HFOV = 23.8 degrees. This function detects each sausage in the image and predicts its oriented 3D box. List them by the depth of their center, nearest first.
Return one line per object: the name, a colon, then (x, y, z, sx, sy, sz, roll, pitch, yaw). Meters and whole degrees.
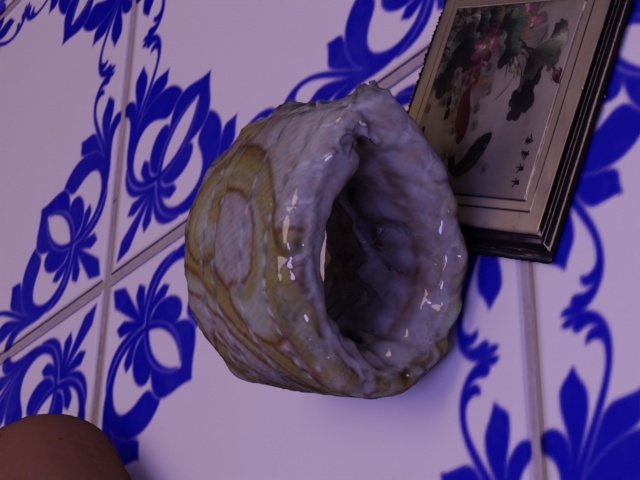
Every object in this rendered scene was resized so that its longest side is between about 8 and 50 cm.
sausage: (-0.178, 0.221, 1.092, 0.123, 0.123, 0.253, -60, 33, 12)

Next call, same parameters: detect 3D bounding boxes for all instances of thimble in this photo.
thimble: (0.000, 0.000, 0.932, 0.143, 0.137, 0.191, 5, 98, 60)

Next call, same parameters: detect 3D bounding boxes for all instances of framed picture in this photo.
framed picture: (0.109, -0.085, 0.957, 0.199, 0.010, 0.195, 8, 79, 58)
